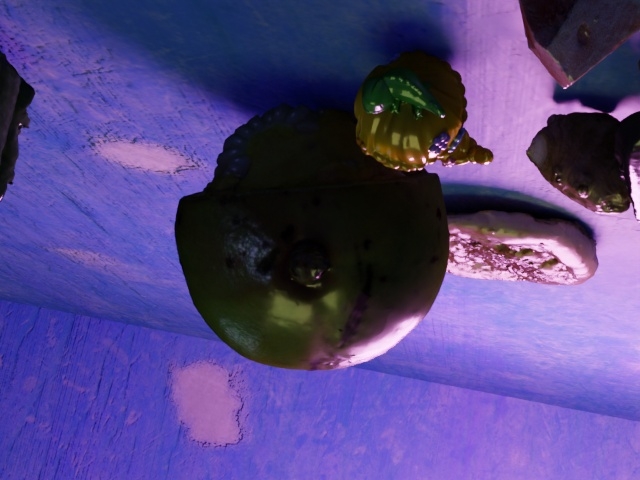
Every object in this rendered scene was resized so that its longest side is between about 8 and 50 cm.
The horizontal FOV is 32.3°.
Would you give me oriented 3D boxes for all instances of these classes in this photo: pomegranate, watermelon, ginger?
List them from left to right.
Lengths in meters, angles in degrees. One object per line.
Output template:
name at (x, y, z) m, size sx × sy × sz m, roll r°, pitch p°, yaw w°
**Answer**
pomegranate at (0.000, 0.000, 1.080) m, size 0.260 × 0.261 × 0.340 m, roll 9°, pitch 180°, yaw 12°
watermelon at (0.171, -0.134, 0.707) m, size 0.092 × 0.072 × 0.084 m, roll 2°, pitch -179°, yaw 22°
ginger at (0.250, -0.051, 0.896) m, size 0.165 × 0.096 × 0.067 m, roll 24°, pitch 128°, yaw -4°

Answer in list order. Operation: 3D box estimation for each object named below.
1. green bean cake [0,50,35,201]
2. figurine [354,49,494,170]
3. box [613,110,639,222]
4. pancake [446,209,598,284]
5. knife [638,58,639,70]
green bean cake at (-0.432, -0.120, 1.098) m, size 0.300 × 0.169 × 0.308 m, roll 12°, pitch 168°, yaw 9°
figurine at (0.087, -0.096, 0.877) m, size 0.114 × 0.095 × 0.156 m, roll 22°, pitch 172°, yaw 8°
box at (0.308, -0.071, 0.769) m, size 0.201 × 0.042 × 0.212 m, roll -18°, pitch 159°, yaw 11°
pancake at (0.208, 0.008, 1.328) m, size 0.282 × 0.049 × 0.282 m, roll 11°, pitch 170°, yaw 2°
knife at (0.291, -0.088, 0.892) m, size 0.046 × 0.022 × 0.256 m, roll 2°, pitch 164°, yaw 24°
